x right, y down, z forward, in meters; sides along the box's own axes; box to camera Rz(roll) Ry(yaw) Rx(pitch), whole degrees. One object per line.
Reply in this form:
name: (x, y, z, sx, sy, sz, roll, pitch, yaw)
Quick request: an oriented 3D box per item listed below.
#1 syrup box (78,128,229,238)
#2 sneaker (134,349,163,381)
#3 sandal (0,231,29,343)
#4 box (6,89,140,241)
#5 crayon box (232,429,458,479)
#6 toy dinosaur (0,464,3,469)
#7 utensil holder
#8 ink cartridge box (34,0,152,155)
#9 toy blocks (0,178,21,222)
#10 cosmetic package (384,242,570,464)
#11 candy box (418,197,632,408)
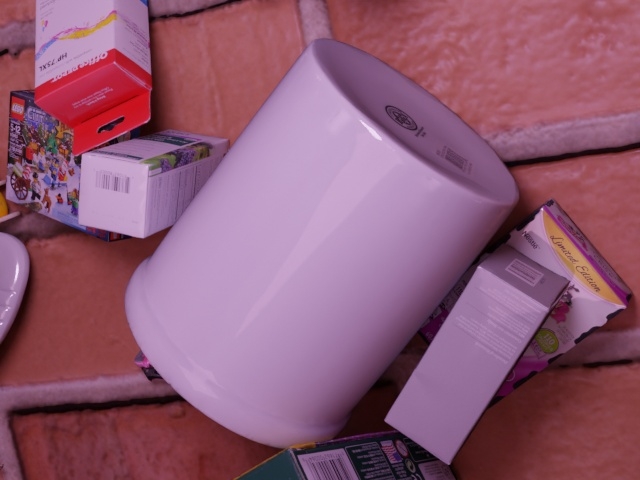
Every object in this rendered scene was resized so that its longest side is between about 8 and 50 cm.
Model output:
syrup box: (-0.208, -0.078, 1.562, 0.093, 0.237, 0.096, 12, 107, 18)
sneaker: (-0.204, 0.178, 1.737, 0.119, 0.047, 0.057, -5, 121, 24)
sandal: (-0.550, 0.167, 1.830, 0.169, 0.102, 0.416, 35, 99, 21)
box: (-0.342, -0.106, 1.669, 0.233, 0.044, 0.159, 19, 111, 38)
crayon box: (-0.040, 0.357, 1.534, 0.313, 0.363, 0.106, -35, 69, 24)
toy dinosaur: (-0.555, 0.337, 1.877, 0.183, 0.092, 0.053, 15, 108, 17)
utensil holder: (0.000, 0.000, 1.461, 0.327, 0.327, 0.385, 40, 111, 8)
ink cartridge box: (-0.294, -0.239, 1.577, 0.134, 0.078, 0.231, -22, 57, 24)
toy blocks: (-0.514, -0.086, 1.777, 0.123, 0.054, 0.148, -18, 96, 23)
cosmetic package: (0.184, 0.133, 1.450, 0.107, 0.127, 0.238, 31, 114, 12)
candy box: (0.246, 0.082, 1.522, 0.233, 0.071, 0.159, -42, 86, 24)
